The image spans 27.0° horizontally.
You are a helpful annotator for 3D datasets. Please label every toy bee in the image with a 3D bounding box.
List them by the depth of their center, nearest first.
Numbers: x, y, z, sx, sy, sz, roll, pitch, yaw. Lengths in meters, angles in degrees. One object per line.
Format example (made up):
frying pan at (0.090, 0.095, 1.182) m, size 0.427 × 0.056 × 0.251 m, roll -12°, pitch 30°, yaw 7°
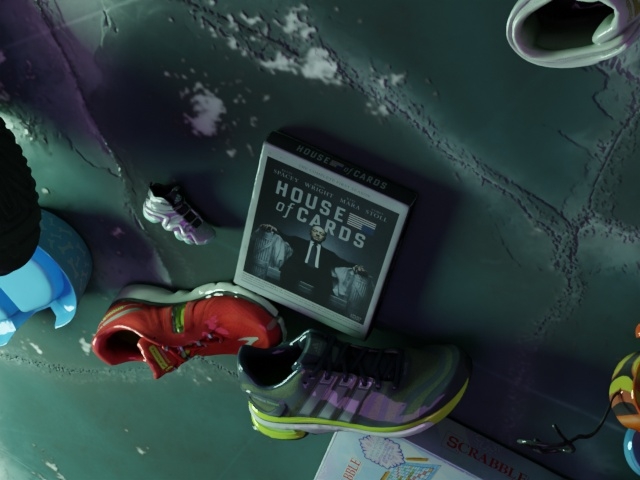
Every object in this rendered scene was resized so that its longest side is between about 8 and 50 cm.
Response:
toy bee at (0.373, 0.169, 1.387) m, size 0.298 × 0.162 × 0.195 m, roll 22°, pitch 164°, yaw -35°

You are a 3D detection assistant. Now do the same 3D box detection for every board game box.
board game box at (0.144, 0.355, 1.738) m, size 0.318 × 0.066 × 0.318 m, roll 27°, pitch 137°, yaw 6°

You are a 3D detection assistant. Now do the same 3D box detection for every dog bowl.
dog bowl at (-0.421, 0.045, 1.787) m, size 0.297 × 0.074 × 0.166 m, roll -18°, pitch 117°, yaw 41°

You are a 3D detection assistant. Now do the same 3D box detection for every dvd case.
dvd case at (0.000, 0.000, 1.529) m, size 0.179 × 0.029 × 0.238 m, roll 24°, pitch 137°, yaw 9°

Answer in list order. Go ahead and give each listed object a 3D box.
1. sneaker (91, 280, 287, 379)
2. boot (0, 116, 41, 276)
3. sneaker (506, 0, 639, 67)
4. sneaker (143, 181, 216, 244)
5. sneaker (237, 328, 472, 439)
sneaker at (-0.168, 0.126, 1.676) m, size 0.279 × 0.118 × 0.107 m, roll -4°, pitch 127°, yaw 33°
boot at (-0.588, -0.075, 1.696) m, size 0.445 × 0.146 × 0.367 m, roll -20°, pitch 97°, yaw 36°
sneaker at (0.284, -0.220, 1.057) m, size 0.292 × 0.169 × 0.108 m, roll -21°, pitch 114°, yaw 40°
sneaker at (-0.166, -0.038, 1.585) m, size 0.098 × 0.038 × 0.069 m, roll 24°, pitch 137°, yaw 9°
sneaker at (0.031, 0.162, 1.566) m, size 0.300 × 0.111 × 0.121 m, roll -11°, pitch 135°, yaw 22°
